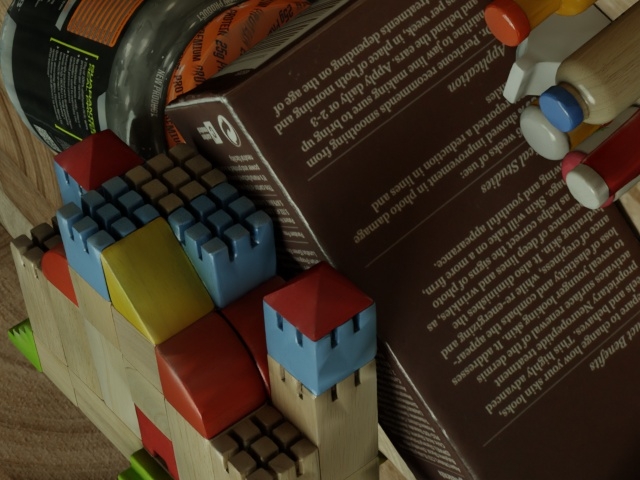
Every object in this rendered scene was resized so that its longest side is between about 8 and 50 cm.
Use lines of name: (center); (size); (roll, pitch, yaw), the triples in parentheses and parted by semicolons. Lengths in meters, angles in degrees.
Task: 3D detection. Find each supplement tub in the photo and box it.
supplement tub: (-0.109, -0.129, 1.204); (0.338, 0.207, 0.207); (28, 151, 55)

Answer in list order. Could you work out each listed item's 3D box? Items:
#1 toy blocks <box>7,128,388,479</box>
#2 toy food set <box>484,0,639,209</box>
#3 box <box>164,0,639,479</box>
toy blocks: (-0.090, 0.060, 1.004); (0.381, 0.191, 0.261); (39, 148, 35)
toy food set: (0.140, -0.077, 0.825); (0.111, 0.104, 0.232); (48, 163, 14)
box: (0.089, 0.010, 1.006); (0.381, 0.191, 0.143); (57, 163, -13)
